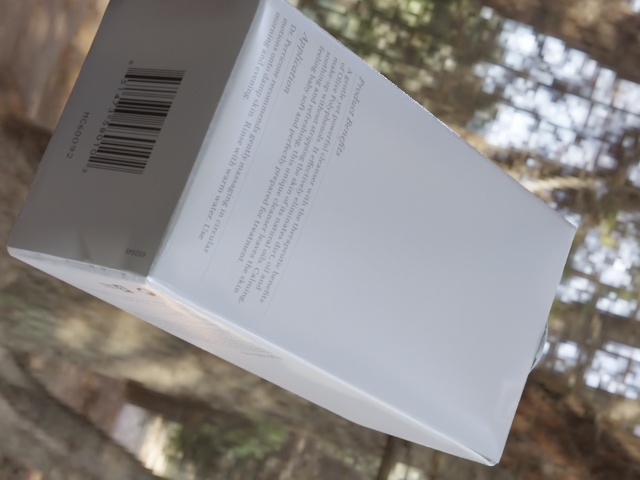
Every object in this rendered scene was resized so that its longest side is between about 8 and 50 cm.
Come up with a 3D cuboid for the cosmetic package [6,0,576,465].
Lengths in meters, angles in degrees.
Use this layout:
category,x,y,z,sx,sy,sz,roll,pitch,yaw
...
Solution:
category,x,y,z,sx,sy,sz,roll,pitch,yaw
cosmetic package,0.000,0.000,0.951,0.155,0.365,0.197,9,-108,44
